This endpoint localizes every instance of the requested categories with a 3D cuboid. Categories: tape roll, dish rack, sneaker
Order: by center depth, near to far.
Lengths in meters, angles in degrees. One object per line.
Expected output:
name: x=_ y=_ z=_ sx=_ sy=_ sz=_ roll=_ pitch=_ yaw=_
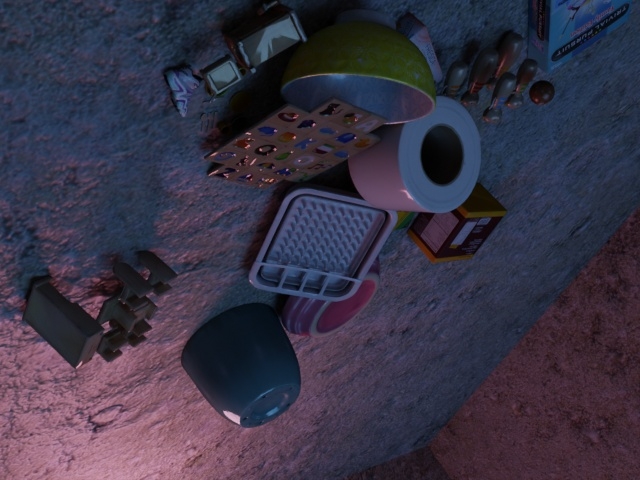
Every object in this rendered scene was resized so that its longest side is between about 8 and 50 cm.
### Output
sneaker: x=-0.227 y=-0.263 z=1.257 sx=0.069 sy=0.038 sz=0.098 roll=-27 pitch=148 yaw=-14
tape roll: x=0.204 y=-0.183 z=1.560 sx=0.246 sy=0.169 sz=0.246 roll=-4 pitch=96 yaw=-35
dish rack: x=0.000 y=0.000 z=1.726 sx=0.286 sy=0.072 sz=0.332 roll=11 pitch=131 yaw=-20

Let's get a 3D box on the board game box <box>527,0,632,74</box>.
board game box: x=0.595 y=-0.572 z=1.633 sx=0.254 sy=0.079 sz=0.336 roll=-34 pitch=149 yaw=-4

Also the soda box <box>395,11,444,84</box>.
soda box: x=0.200 y=-0.386 z=1.504 sx=0.063 sy=0.058 sz=0.183 roll=-39 pitch=148 yaw=2

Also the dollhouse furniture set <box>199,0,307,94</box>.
dollhouse furniture set: x=-0.146 y=-0.364 z=1.188 sx=0.182 sy=0.101 sz=0.161 roll=-32 pitch=124 yaw=-7

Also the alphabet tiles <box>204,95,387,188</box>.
alphabet tiles: x=-0.050 y=-0.183 z=1.423 sx=0.343 sy=0.011 sz=0.285 roll=-25 pitch=159 yaw=35

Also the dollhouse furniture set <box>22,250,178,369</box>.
dollhouse furniture set: x=-0.459 y=0.132 z=1.499 sx=0.242 sy=0.161 sz=0.212 roll=-31 pitch=157 yaw=-55

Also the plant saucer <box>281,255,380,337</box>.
plant saucer: x=0.046 y=0.157 z=2.007 sx=0.332 sy=0.084 sz=0.332 roll=-33 pitch=153 yaw=-20

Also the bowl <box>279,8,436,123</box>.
bowl: x=0.074 y=-0.328 z=1.330 sx=0.289 sy=0.290 sz=0.156 roll=14 pitch=79 yaw=-52

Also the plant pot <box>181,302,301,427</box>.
plant pot: x=-0.189 y=0.350 z=1.920 sx=0.293 sy=0.235 sz=0.293 roll=-25 pitch=146 yaw=-18

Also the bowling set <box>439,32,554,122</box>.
bowling set: x=0.406 y=-0.326 z=1.618 sx=0.287 sy=0.200 sz=0.154 roll=-29 pitch=152 yaw=-33

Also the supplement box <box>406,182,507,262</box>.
supplement box: x=0.390 y=-0.052 z=2.068 sx=0.191 sy=0.129 sz=0.194 roll=-4 pitch=136 yaw=-43

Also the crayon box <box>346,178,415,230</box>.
crayon box: x=0.174 y=-0.149 z=1.771 sx=0.202 sy=0.081 sz=0.318 roll=-14 pitch=141 yaw=-33

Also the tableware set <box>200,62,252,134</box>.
tableware set: x=-0.167 y=-0.258 z=1.338 sx=0.104 sy=0.024 sz=0.154 roll=-17 pitch=143 yaw=-30
